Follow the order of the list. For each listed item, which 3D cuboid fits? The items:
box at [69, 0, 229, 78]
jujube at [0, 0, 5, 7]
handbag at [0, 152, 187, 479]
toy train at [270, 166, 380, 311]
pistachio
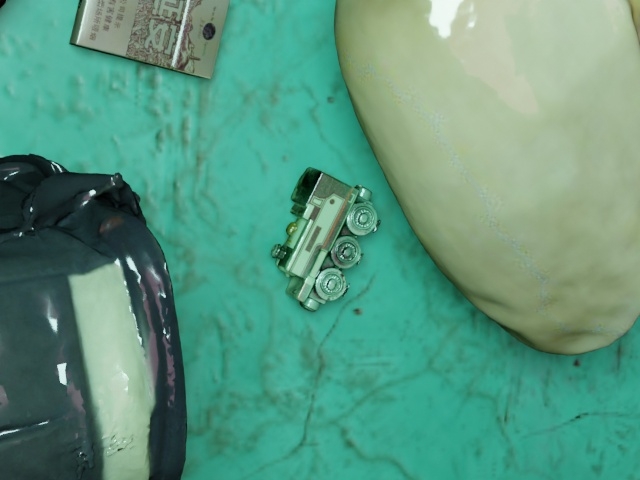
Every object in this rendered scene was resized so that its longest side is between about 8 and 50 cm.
[{"bbox_3d":[-0.098,-0.128,0.847,0.083,0.024,0.053,11,94,-21],"label":"box"},{"bbox_3d":[-0.187,-0.168,0.784,0.077,0.077,0.129,35,74,-22],"label":"jujube"},{"bbox_3d":[-0.172,0.058,0.723,0.181,0.254,0.181,-13,104,-25],"label":"handbag"},{"bbox_3d":[0.000,0.000,0.899,0.053,0.033,0.083,27,88,-17],"label":"toy train"},{"bbox_3d":[0.119,-0.084,0.852,0.187,0.187,0.299,-36,110,-13],"label":"pistachio"}]
